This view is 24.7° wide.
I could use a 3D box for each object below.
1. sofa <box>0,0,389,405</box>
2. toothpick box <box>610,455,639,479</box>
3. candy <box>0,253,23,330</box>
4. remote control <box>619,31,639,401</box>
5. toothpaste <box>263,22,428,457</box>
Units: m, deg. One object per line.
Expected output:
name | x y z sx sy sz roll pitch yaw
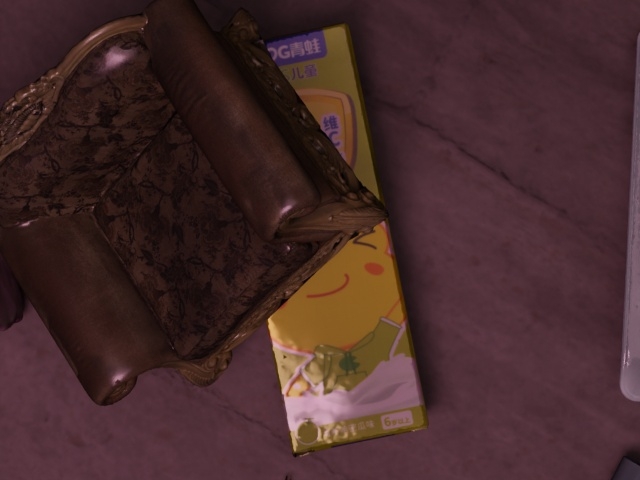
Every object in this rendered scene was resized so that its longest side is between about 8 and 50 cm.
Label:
sofa | -0.115 -0.019 1.025 0.258 0.182 0.200 -43 74 32
toothpick box | 0.242 0.218 1.149 0.052 0.052 0.083 27 91 0
candy | -0.321 -0.048 1.101 0.115 0.155 0.265 -14 91 8
remote control | 0.290 -0.019 1.143 0.103 0.051 0.293 4 88 1
toothpaste | 0.000 0.000 1.135 0.110 0.077 0.327 -11 92 2
